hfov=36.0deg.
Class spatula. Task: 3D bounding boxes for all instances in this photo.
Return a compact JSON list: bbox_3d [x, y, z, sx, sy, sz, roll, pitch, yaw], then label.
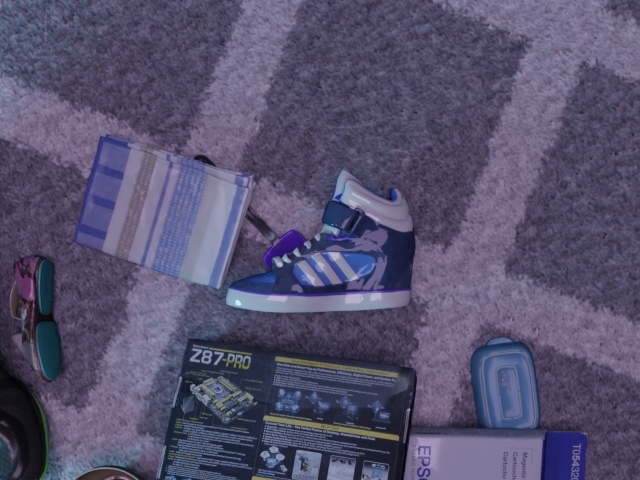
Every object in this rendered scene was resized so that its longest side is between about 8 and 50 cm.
[{"bbox_3d":[-0.117,-0.038,1.723,0.084,0.030,0.296,-44,90,0],"label":"spatula"}]

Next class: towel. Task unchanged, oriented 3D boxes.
[{"bbox_3d":[-0.271,-0.051,1.705,0.285,0.034,0.209,17,97,5],"label":"towel"}]

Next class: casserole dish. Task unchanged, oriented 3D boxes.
[{"bbox_3d":[0.327,0.264,1.723,0.114,0.037,0.188,-7,89,-1],"label":"casserole dish"}]

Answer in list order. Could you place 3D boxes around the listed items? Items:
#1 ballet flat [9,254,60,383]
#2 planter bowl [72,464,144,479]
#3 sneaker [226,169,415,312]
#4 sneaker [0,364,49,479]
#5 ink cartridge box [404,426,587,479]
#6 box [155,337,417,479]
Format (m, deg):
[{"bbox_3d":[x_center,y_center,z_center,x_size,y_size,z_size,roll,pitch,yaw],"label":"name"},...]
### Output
[{"bbox_3d":[-0.497,0.137,1.702,0.079,0.077,0.222,-8,84,17],"label":"ballet flat"},{"bbox_3d":[-0.355,0.455,1.675,0.162,0.109,0.162,0,89,-1],"label":"planter bowl"},{"bbox_3d":[0.000,0.000,1.671,0.322,0.130,0.236,-1,89,-3],"label":"sneaker"},{"bbox_3d":[-0.616,0.215,1.627,0.185,0.202,0.483,-29,89,0],"label":"sneaker"},{"bbox_3d":[0.294,0.485,1.688,0.330,0.071,0.324,1,96,0],"label":"ink cartridge box"},{"bbox_3d":[-0.057,0.342,1.609,0.394,0.097,0.318,6,71,9],"label":"box"}]
